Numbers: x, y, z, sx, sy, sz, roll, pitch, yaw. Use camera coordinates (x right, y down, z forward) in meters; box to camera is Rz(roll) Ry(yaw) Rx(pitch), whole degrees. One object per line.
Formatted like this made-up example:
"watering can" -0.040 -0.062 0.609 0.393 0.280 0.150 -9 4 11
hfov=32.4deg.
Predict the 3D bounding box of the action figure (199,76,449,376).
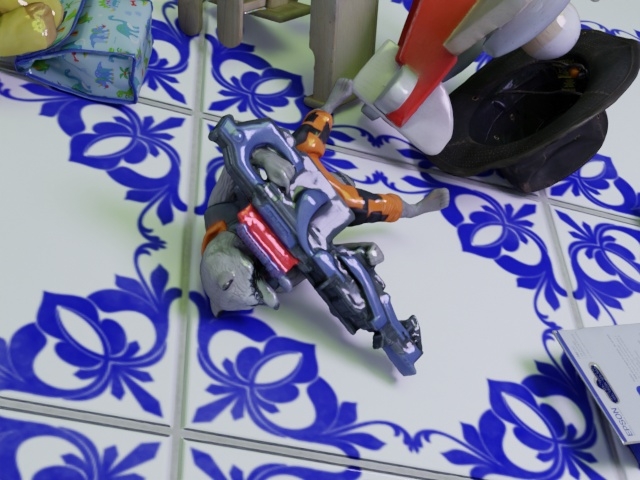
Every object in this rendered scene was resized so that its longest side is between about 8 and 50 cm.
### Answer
"action figure" 0.000 0.000 1.247 0.330 0.178 0.341 -35 95 -39

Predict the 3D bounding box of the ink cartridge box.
"ink cartridge box" 0.425 0.174 1.305 0.333 0.065 0.165 0 47 -29

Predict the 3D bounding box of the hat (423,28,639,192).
"hat" 0.302 -0.156 1.526 0.331 0.134 0.331 -21 31 13

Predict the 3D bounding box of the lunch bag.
"lunch bag" -0.292 -0.247 1.371 0.151 0.096 0.128 6 45 0

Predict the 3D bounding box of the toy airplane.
"toy airplane" 0.209 -0.289 1.448 0.273 0.384 0.386 18 43 -9

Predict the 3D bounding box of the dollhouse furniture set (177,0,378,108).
"dollhouse furniture set" -0.047 -0.301 1.549 0.242 0.161 0.212 23 34 32

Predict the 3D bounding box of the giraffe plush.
"giraffe plush" -0.416 -0.297 1.257 0.210 0.170 0.181 -27 32 -27
